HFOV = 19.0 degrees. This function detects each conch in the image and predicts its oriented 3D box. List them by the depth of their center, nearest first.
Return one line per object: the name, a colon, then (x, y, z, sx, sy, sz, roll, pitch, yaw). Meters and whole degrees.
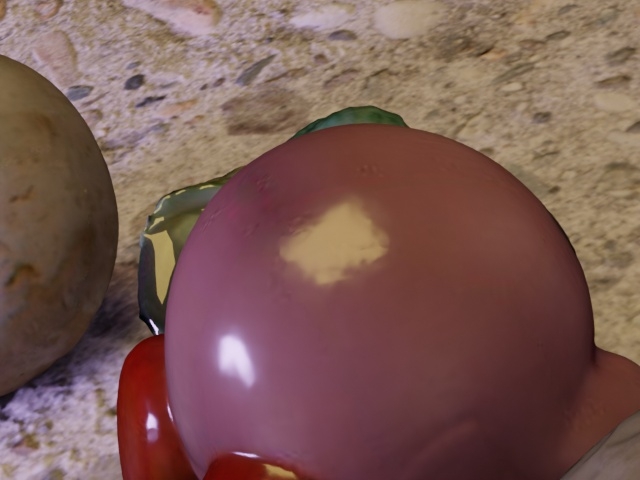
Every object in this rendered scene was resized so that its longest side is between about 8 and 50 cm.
conch: (-0.002, 0.002, 1.145, 0.188, 0.122, 0.176, -9, 42, 27)

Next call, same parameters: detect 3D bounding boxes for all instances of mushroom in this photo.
mushroom: (-0.244, -0.005, 1.263, 0.243, 0.243, 0.243, -16, 31, 10)

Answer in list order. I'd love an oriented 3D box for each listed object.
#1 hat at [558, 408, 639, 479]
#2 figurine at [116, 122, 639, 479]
hat: (0.096, 0.167, 0.753, 0.245, 0.149, 0.214, -24, 9, -17)
figurine: (0.014, 0.056, 0.958, 0.261, 0.211, 0.269, -28, 31, -8)
